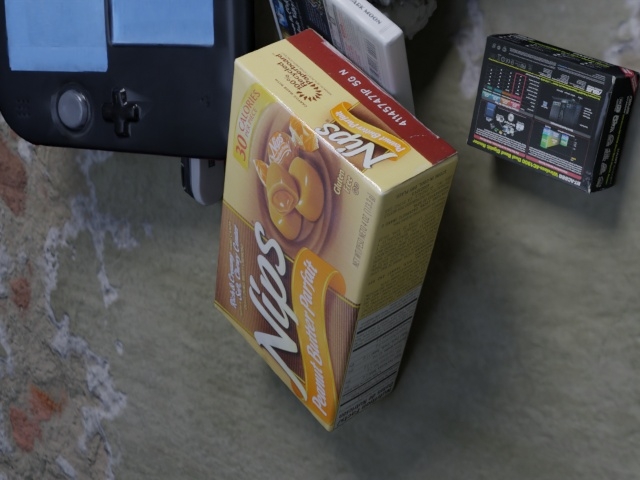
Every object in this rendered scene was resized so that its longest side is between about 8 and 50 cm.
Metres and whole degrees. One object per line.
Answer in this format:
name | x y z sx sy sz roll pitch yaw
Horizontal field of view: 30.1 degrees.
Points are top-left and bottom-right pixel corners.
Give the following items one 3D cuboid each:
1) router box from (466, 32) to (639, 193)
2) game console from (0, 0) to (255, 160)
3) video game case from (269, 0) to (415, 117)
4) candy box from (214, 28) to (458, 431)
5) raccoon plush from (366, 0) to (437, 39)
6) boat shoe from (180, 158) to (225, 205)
router box | 0.177 -0.100 0.917 0.122 0.038 0.092 28 119 38
game console | -0.206 -0.279 1.169 0.342 0.060 0.386 9 105 38
video game case | 0.017 -0.158 1.001 0.173 0.022 0.190 45 166 28
candy box | 0.000 0.000 1.028 0.183 0.088 0.316 45 147 28
raccoon plush | 0.165 -0.331 0.827 0.299 0.216 0.446 19 145 26
boat shoe | -0.124 -0.106 1.217 0.040 0.049 0.142 23 118 40
